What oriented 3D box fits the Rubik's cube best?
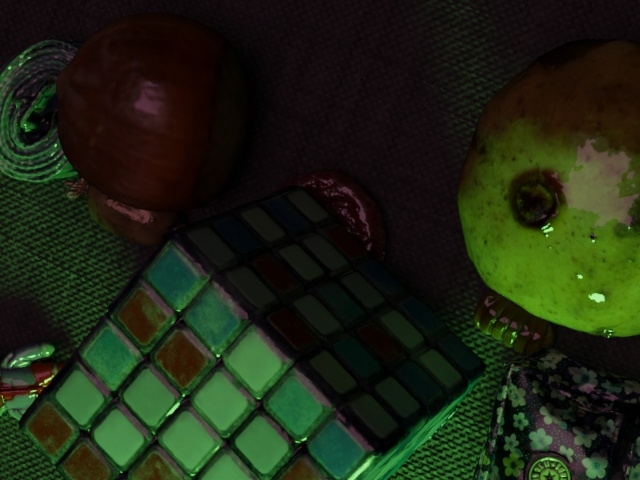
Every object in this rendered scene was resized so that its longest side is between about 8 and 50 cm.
[{"bbox_3d":[-0.061,0.155,1.683,0.293,0.287,0.292,47,115,10],"label":"Rubik's cube"}]

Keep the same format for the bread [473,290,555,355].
[{"bbox_3d":[0.198,0.087,1.747,0.088,0.034,0.049,32,108,14],"label":"bread"}]

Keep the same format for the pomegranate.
[{"bbox_3d":[0.266,-0.052,1.601,0.281,0.281,0.281,1,93,19],"label":"pomegranate"}]

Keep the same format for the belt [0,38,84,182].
[{"bbox_3d":[-0.300,-0.145,1.883,0.148,0.082,0.163,15,98,14],"label":"belt"}]

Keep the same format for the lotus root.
[{"bbox_3d":[-0.213,-0.039,1.868,0.152,0.063,0.072,22,109,13],"label":"lotus root"}]

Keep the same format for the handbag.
[{"bbox_3d":[0.258,0.235,1.685,0.208,0.127,0.228,17,96,15],"label":"handbag"}]

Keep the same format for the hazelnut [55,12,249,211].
[{"bbox_3d":[-0.174,-0.136,1.782,0.214,0.176,0.214,-1,93,-12],"label":"hazelnut"}]

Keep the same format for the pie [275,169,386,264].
[{"bbox_3d":[0.000,0.000,1.810,0.154,0.036,0.154,1,94,19],"label":"pie"}]

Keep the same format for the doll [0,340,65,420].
[{"bbox_3d":[-0.383,0.165,1.928,0.227,0.075,0.102,-6,100,10],"label":"doll"}]
